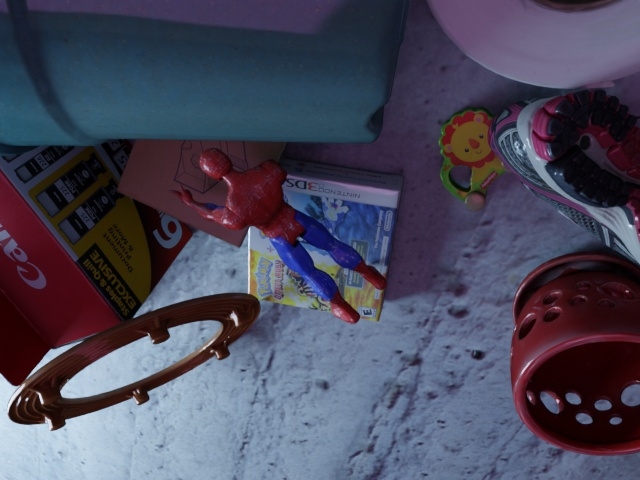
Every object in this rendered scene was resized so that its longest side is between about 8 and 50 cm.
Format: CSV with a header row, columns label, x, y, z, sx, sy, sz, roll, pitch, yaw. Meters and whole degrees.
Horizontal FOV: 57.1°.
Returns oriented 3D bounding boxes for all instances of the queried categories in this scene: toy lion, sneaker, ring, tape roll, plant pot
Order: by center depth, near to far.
label,x,y,z,sx,sy,sz,roll,pitch,yaw
plant pot,-0.101,-0.223,0.493,0.334,0.341,0.341,7,123,-1
tape roll,0.220,-0.280,0.497,0.286,0.100,0.286,6,123,9
sneaker,0.306,-0.060,0.618,0.299,0.112,0.121,33,87,-25
toy lion,0.173,-0.097,0.669,0.096,0.034,0.100,36,123,-2
plant pot,0.317,0.124,0.685,0.191,0.174,0.191,6,122,10
ring,-0.227,0.166,0.773,0.336,0.336,0.032,-40,69,30

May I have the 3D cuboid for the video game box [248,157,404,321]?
label,x,y,z,sx,sy,sz,roll,pitch,yaw
video game box,0.000,0.000,0.760,0.187,0.048,0.205,11,123,10

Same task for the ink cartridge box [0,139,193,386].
label,x,y,z,sx,sy,sz,roll,pitch,yaw
ink cartridge box,-0.325,-0.039,0.675,0.130,0.272,0.309,-19,116,24

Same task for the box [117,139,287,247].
label,x,y,z,sx,sy,sz,roll,pitch,yaw
box,-0.128,-0.115,0.685,0.164,0.021,0.201,25,102,-1

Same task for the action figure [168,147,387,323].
label,x,y,z,sx,sy,sz,roll,pitch,yaw
action figure,-0.050,-0.019,0.654,0.091,0.139,0.280,-52,134,-7
